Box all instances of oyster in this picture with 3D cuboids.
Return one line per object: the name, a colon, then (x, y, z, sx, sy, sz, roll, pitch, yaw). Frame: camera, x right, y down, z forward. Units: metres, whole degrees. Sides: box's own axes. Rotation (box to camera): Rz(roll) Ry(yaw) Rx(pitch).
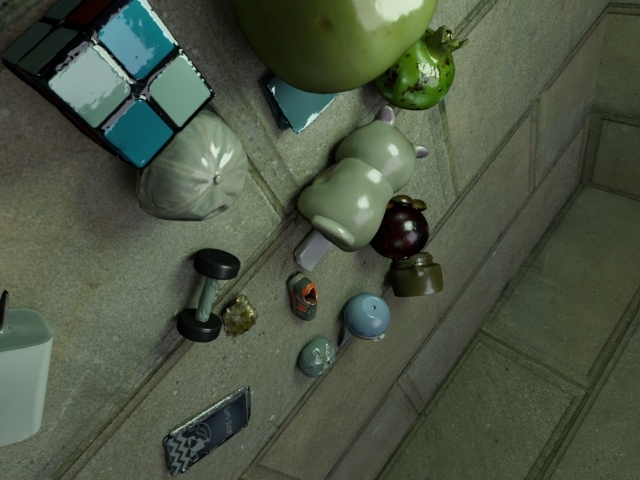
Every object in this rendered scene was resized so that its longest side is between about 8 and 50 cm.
oyster: (-0.203, 0.192, 1.128, 0.121, 0.045, 0.146, -16, 126, -60)

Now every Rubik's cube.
Rubik's cube: (-0.294, -0.231, 0.619, 0.167, 0.180, 0.183, -53, 140, -11)

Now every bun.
bun: (-0.006, 0.390, 1.441, 0.140, 0.083, 0.141, -25, 130, -34)

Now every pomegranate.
pomegranate: (0.244, -0.434, 1.065, 0.210, 0.263, 0.211, 9, 71, -28)

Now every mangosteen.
mangosteen: (0.242, -0.038, 1.367, 0.209, 0.209, 0.210, -28, 132, -35)

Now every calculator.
calculator: (-0.307, 0.533, 1.235, 0.274, 0.028, 0.166, -22, 126, -42)

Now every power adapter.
power adapter: (-0.529, 0.194, 0.673, 0.186, 0.124, 0.256, -1, 115, -50)

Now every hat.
hat: (-0.207, -0.123, 0.796, 0.232, 0.160, 0.275, -61, 175, 6)

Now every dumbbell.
dumbbell: (-0.249, 0.121, 0.969, 0.100, 0.100, 0.191, 4, 111, -50)

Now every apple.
apple: (0.013, -0.428, 0.717, 0.357, 0.357, 0.358, -28, 132, -35)

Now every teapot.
teapot: (0.348, 0.106, 1.605, 0.267, 0.185, 0.176, -5, 89, -81)

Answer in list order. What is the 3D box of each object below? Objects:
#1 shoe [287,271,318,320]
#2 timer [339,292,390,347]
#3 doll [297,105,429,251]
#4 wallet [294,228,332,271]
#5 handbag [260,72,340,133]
shoe: (-0.039, 0.178, 1.266, 0.074, 0.077, 0.195, -39, 138, -27)
timer: (0.157, 0.296, 1.506, 0.175, 0.175, 0.256, -30, 135, -34)
doll: (0.095, -0.134, 1.117, 0.215, 0.226, 0.371, 40, 70, -22)
wallet: (0.000, 0.000, 1.232, 0.190, 0.033, 0.095, -49, 140, -15)
handbag: (-0.023, -0.353, 0.958, 0.221, 0.057, 0.144, -46, 137, -17)
